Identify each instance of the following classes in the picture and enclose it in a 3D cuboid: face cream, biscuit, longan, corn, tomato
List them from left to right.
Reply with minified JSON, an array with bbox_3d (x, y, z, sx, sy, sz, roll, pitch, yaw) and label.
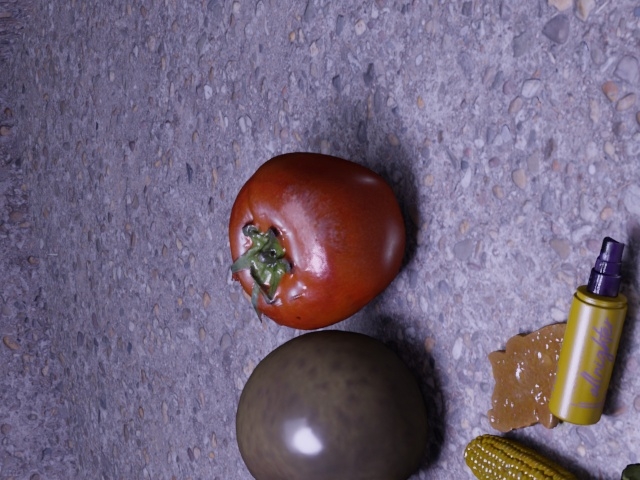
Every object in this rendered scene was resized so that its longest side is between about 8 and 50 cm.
[{"bbox_3d":[0.000,0.000,1.868,0.341,0.272,0.342,25,123,47],"label":"tomato"},{"bbox_3d":[0.023,0.332,1.835,0.361,0.360,0.361,7,99,55],"label":"longan"},{"bbox_3d":[0.334,0.213,1.592,0.162,0.035,0.250,57,137,29],"label":"biscuit"},{"bbox_3d":[0.338,0.378,1.551,0.313,0.101,0.102,29,116,56],"label":"corn"},{"bbox_3d":[0.393,0.128,1.460,0.078,0.078,0.273,30,117,51],"label":"face cream"}]

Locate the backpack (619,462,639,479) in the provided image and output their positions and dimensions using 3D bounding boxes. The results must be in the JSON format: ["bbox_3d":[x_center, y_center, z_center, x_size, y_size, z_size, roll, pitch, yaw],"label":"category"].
[{"bbox_3d":[0.451,0.399,1.289,0.140,0.207,0.253,-15,71,35],"label":"backpack"}]
